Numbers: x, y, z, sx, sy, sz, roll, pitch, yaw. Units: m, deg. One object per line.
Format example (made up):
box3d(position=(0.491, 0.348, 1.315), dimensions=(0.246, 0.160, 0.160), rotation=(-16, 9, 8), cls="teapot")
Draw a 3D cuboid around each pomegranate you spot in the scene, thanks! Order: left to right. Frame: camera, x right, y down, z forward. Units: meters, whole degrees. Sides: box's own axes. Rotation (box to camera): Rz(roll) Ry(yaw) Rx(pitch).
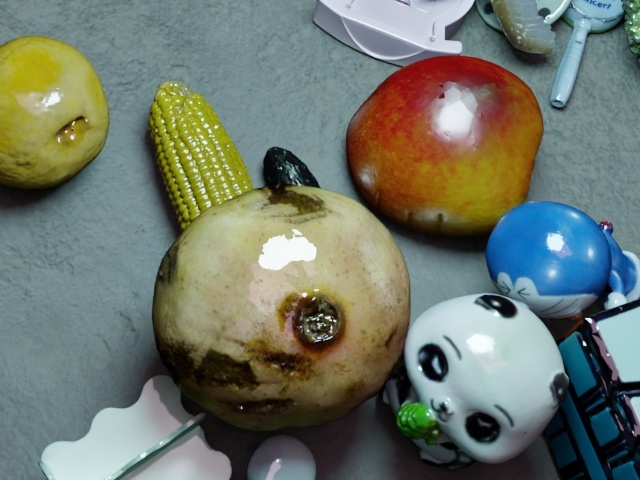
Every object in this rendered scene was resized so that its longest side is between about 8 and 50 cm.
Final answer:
box3d(position=(-0.046, 0.081, 1.520), dimensions=(0.322, 0.322, 0.322), rotation=(2, 70, -7), cls="pomegranate")

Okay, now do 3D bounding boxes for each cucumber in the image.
box3d(position=(0.000, 0.000, 1.725), dimensions=(0.081, 0.072, 0.304), rotation=(-17, 73, -13), cls="cucumber")

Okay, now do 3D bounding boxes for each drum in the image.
box3d(position=(0.381, -0.328, 1.907), dimensions=(0.130, 0.049, 0.253), rotation=(36, 70, 5), cls="drum")

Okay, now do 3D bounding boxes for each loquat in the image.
box3d(position=(-0.384, -0.169, 1.668), dimensions=(0.208, 0.208, 0.208), rotation=(2, 70, -7), cls="loquat")

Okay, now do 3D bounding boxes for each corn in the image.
box3d(position=(-0.153, -0.071, 1.710), dimensions=(0.119, 0.119, 0.322), rotation=(-21, 72, -14), cls="corn")

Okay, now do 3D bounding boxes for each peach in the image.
box3d(position=(0.171, -0.142, 1.745), dimensions=(0.274, 0.245, 0.249), rotation=(8, 42, 6), cls="peach")

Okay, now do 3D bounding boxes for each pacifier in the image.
box3d(position=(-0.043, 0.333, 1.518), dimensions=(0.279, 0.227, 0.207), rotation=(39, 41, -26), cls="pacifier")

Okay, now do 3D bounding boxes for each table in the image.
box3d(position=(-0.226, 0.279, 1.545), dimensions=(0.198, 0.166, 0.166), rotation=(-33, 78, -17), cls="table")

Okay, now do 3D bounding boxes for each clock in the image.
box3d(position=(0.096, -0.415, 1.884), dimensions=(0.290, 0.080, 0.275), rotation=(18, 69, -2), cls="clock")

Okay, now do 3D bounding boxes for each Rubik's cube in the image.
box3d(position=(0.461, 0.219, 1.597), dimensions=(0.293, 0.283, 0.289), rotation=(-16, 75, -9), cls="Rubik's cube")

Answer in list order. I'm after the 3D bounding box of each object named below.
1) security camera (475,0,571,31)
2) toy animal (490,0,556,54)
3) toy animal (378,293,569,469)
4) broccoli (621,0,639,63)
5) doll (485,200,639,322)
box3d(position=(0.336, -0.451, 1.923), dimensions=(0.157, 0.080, 0.302), rotation=(10, 80, 25), cls="security camera")
box3d(position=(0.234, -0.410, 1.793), dimensions=(0.197, 0.160, 0.273), rotation=(-13, 70, -19), cls="toy animal")
box3d(position=(0.186, 0.183, 1.587), dimensions=(0.212, 0.267, 0.213), rotation=(2, 75, -6), cls="toy animal")
box3d(position=(0.572, -0.367, 1.833), dimensions=(0.247, 0.243, 0.263), rotation=(7, 86, -41), cls="broccoli")
box3d(position=(0.325, 0.034, 1.675), dimensions=(0.215, 0.256, 0.161), rotation=(33, 104, 41), cls="doll")
